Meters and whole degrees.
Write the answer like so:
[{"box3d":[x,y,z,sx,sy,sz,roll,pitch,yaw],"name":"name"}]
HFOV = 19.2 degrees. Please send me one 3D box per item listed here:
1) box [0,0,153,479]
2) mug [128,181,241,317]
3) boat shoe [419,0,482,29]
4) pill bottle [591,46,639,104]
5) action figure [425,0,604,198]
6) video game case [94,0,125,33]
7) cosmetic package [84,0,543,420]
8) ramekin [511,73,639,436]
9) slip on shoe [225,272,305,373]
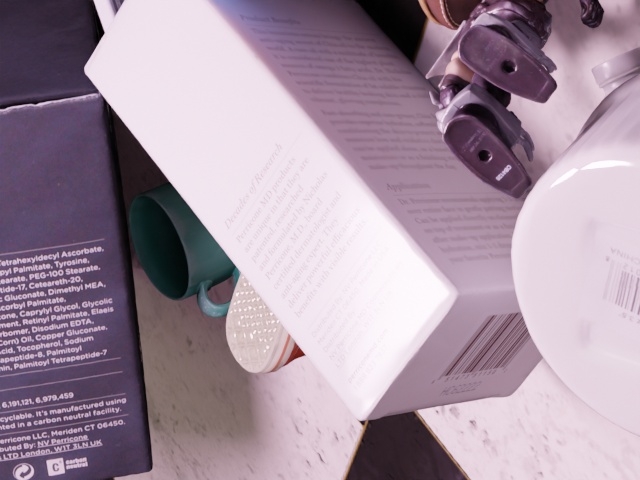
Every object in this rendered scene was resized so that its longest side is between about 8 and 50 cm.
[{"box3d":[-0.371,-0.036,2.157,0.480,0.297,0.471,-108,11,-60],"name":"box"},{"box3d":[-0.141,0.004,2.176,0.129,0.097,0.157,1,111,58],"name":"mug"},{"box3d":[0.121,-0.269,1.589,0.073,0.073,0.207,33,136,48],"name":"boat shoe"},{"box3d":[0.258,-0.092,1.494,0.065,0.065,0.116,-26,87,60],"name":"pill bottle"},{"box3d":[0.148,-0.140,1.495,0.099,0.285,0.185,28,114,-2],"name":"action figure"},{"box3d":[-0.153,-0.225,1.888,0.022,0.173,0.190,-23,85,38],"name":"video game case"},{"box3d":[0.014,-0.062,1.706,0.453,0.230,0.161,51,122,27],"name":"cosmetic package"},{"box3d":[0.275,0.019,1.392,0.277,0.135,0.277,20,126,29],"name":"ramekin"},{"box3d":[0.000,0.000,1.949,0.123,0.101,0.331,48,132,31],"name":"slip on shoe"}]
